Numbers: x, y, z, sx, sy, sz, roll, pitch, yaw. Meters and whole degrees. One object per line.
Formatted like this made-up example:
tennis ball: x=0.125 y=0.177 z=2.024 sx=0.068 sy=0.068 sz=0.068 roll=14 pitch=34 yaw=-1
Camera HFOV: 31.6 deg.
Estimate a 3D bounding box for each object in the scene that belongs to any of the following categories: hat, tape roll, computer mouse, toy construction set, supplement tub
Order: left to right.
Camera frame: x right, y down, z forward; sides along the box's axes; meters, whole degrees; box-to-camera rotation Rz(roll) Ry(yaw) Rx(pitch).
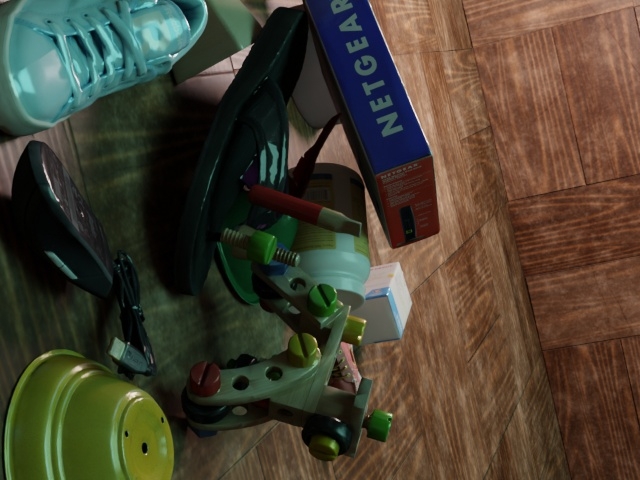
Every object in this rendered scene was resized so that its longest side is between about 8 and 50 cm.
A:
computer mouse: x=-0.238 y=0.036 z=1.111 sx=0.262 sy=0.060 sz=0.184 roll=65 pitch=4 yaw=-55
hat: x=-0.035 y=-0.028 z=1.547 sx=0.173 sy=0.183 sz=0.208 roll=-71 pitch=144 yaw=-58
toy construction set: x=-0.005 y=0.112 z=1.332 sx=0.257 sy=0.237 sz=0.309 roll=-47 pitch=152 yaw=-60
supplement tub: x=0.000 y=0.000 z=1.687 sx=0.144 sy=0.144 sz=0.200 roll=42 pitch=41 yaw=-59
tape roll: x=0.004 y=-0.309 z=1.983 sx=0.219 sy=0.072 sz=0.219 roll=-12 pitch=90 yaw=-70

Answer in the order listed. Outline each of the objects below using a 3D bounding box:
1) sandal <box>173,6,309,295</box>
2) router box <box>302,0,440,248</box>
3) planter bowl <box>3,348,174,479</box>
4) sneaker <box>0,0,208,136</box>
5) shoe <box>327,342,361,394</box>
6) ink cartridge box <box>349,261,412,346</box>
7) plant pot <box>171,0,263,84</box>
sandal: x=-0.074 y=-0.124 z=1.445 sx=0.167 sy=0.107 sz=0.446 roll=90 pitch=18 yaw=-58
router box: x=0.072 y=-0.190 z=1.623 sx=0.301 sy=0.082 sz=0.335 roll=68 pitch=2 yaw=-70
planter bowl: x=-0.203 y=0.206 z=1.094 sx=0.217 sy=0.090 sz=0.217 roll=-12 pitch=90 yaw=-71
sneaker: x=-0.224 y=-0.217 z=1.187 sx=0.366 sy=0.150 sz=0.135 roll=-61 pitch=135 yaw=-61
shoe: x=0.023 y=0.198 z=1.769 sx=0.081 sy=0.063 sz=0.178 roll=31 pitch=45 yaw=-62
ink cartridge box: x=0.099 y=0.107 z=1.977 sx=0.143 sy=0.092 sz=0.090 roll=-60 pitch=135 yaw=-61
plant pot: x=-0.153 y=-0.282 z=1.505 sx=0.096 sy=0.109 sz=0.109 roll=61 pitch=23 yaw=-11
